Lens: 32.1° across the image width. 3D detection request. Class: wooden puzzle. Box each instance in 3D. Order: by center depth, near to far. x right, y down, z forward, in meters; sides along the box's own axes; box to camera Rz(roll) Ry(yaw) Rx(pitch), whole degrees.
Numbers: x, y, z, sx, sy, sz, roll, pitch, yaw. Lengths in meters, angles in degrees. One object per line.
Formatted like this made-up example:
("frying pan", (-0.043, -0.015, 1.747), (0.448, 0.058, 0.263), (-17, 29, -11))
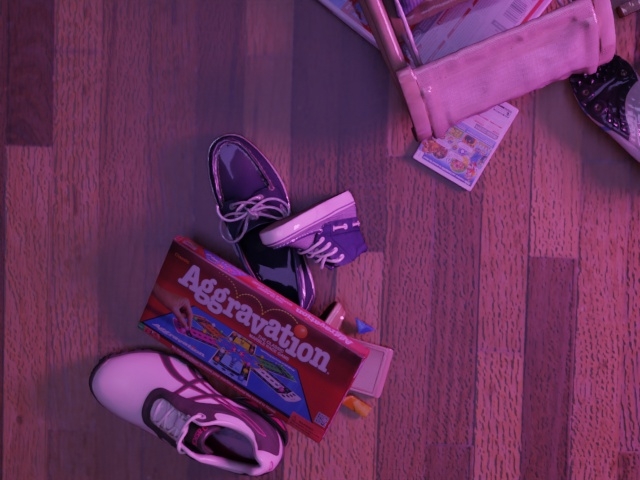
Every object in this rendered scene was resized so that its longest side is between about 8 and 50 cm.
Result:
("wooden puzzle", (0.052, 0.165, 1.449), (0.078, 0.014, 0.116), (23, 94, -3))

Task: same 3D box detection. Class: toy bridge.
("toy bridge", (0.406, -0.300, 1.400), (0.063, 0.026, 0.188), (-25, 92, 2))

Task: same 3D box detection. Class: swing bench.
("swing bench", (0.185, -0.279, 1.308), (0.253, 0.165, 0.255), (-23, 90, 3))

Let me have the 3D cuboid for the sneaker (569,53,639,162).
("sneaker", (0.400, -0.147, 1.389), (0.085, 0.086, 0.237), (-44, 76, 4))

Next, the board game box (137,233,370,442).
("board game box", (-0.089, 0.123, 1.395), (0.281, 0.027, 0.145), (31, 116, 10))

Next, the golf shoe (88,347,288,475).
("golf shoe", (-0.171, 0.217, 1.409), (0.272, 0.120, 0.105), (22, 96, 2))

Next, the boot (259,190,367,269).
("boot", (0.000, 0.000, 1.360), (0.069, 0.190, 0.086), (-19, 95, 34))

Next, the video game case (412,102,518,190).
("video game case", (0.186, -0.137, 1.426), (0.087, 0.011, 0.122), (31, 93, 0))

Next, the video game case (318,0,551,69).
("video game case", (0.130, -0.328, 1.405), (0.285, 0.025, 0.204), (39, 93, 2))

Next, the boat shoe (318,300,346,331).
("boat shoe", (0.002, 0.152, 1.430), (0.048, 0.056, 0.153), (24, 97, -6))

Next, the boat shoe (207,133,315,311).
("boat shoe", (-0.079, -0.016, 1.410), (0.095, 0.079, 0.255), (-18, 93, 3))
